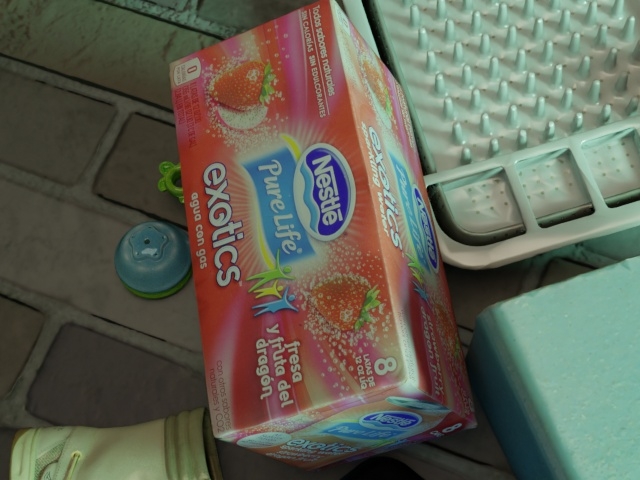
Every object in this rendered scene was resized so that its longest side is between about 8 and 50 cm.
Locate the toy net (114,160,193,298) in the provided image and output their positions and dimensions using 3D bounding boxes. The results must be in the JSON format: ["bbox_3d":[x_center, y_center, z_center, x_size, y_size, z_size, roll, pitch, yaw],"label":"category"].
[{"bbox_3d":[-0.058,0.025,0.941,0.232,0.045,0.122,27,68,14],"label":"toy net"}]

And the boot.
[{"bbox_3d":[-0.149,0.237,0.852,0.165,0.077,0.213,-8,68,2],"label":"boot"}]

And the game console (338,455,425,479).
[{"bbox_3d":[0.068,0.246,0.705,0.293,0.250,0.173,35,77,28],"label":"game console"}]

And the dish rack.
[{"bbox_3d":[0.185,-0.142,0.957,0.285,0.072,0.333,-17,68,2],"label":"dish rack"}]

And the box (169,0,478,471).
[{"bbox_3d":[0.000,0.000,0.822,0.142,0.154,0.300,-19,63,19],"label":"box"}]

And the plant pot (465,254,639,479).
[{"bbox_3d":[0.257,0.146,0.752,0.247,0.248,0.252,-18,74,0],"label":"plant pot"}]
